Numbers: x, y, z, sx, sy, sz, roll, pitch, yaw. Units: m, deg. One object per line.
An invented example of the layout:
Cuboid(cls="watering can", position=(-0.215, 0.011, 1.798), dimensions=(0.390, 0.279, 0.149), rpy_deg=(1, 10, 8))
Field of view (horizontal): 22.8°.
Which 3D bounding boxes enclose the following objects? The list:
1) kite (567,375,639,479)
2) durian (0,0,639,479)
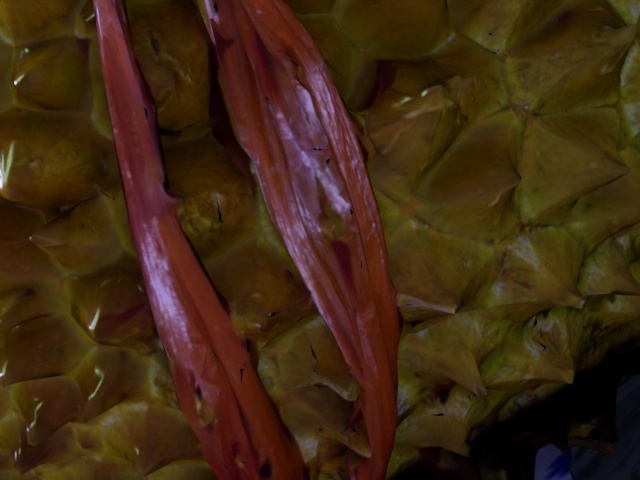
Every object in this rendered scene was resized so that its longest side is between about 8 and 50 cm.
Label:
Cuboid(cls="kite", position=(0.102, 0.049, 0.578), dimensions=(0.314, 0.011, 0.335), rpy_deg=(-46, 5, 7))
Cuboid(cls="durian", position=(-0.032, -0.043, 0.523), dimensions=(0.384, 0.348, 0.347), rpy_deg=(-55, 9, -21))
